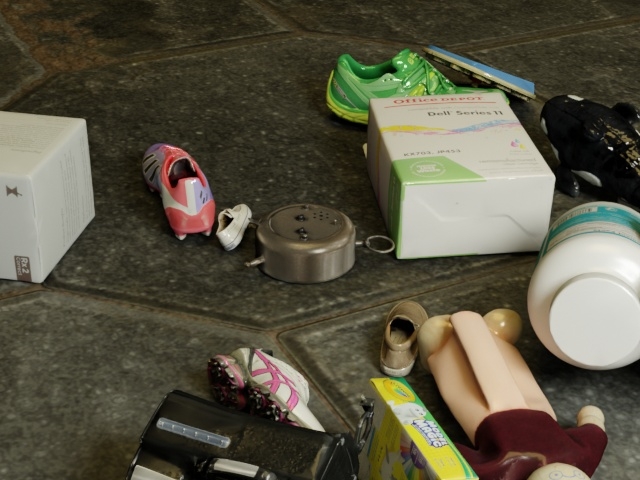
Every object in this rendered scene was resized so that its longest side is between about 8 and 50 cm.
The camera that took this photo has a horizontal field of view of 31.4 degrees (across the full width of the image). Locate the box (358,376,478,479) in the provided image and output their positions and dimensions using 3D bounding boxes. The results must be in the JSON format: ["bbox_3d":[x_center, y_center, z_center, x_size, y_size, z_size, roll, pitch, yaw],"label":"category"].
[{"bbox_3d":[0.086,0.216,1.039,0.043,0.105,0.179,0,28,-22],"label":"box"}]

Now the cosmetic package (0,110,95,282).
[{"bbox_3d":[-0.397,-0.061,1.466,0.151,0.151,0.184,6,29,10],"label":"cosmetic package"}]

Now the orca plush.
[{"bbox_3d":[0.384,-0.114,1.580,0.102,0.151,0.287,24,39,-47],"label":"orca plush"}]

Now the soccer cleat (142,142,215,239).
[{"bbox_3d":[-0.197,-0.093,1.584,0.083,0.095,0.248,-8,31,-14],"label":"soccer cleat"}]

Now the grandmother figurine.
[{"bbox_3d":[0.186,0.187,1.108,0.207,0.104,0.342,-13,29,-7],"label":"grandmother figurine"}]

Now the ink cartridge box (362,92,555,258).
[{"bbox_3d":[0.179,-0.115,1.608,0.207,0.119,0.353,-3,29,-6],"label":"ink cartridge box"}]

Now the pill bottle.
[{"bbox_3d":[0.303,0.051,1.239,0.146,0.146,0.264,9,16,13],"label":"pill bottle"}]

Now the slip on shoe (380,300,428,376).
[{"bbox_3d":[0.095,0.102,1.305,0.051,0.041,0.135,9,31,14],"label":"slip on shoe"}]

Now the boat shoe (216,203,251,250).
[{"bbox_3d":[-0.119,-0.026,1.520,0.035,0.035,0.100,-27,24,25],"label":"boat shoe"}]

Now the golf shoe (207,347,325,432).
[{"bbox_3d":[-0.040,0.160,1.174,0.086,0.068,0.186,-16,34,-30],"label":"golf shoe"}]

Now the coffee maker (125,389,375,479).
[{"bbox_3d":[-0.064,0.207,1.044,0.178,0.120,0.171,13,30,23],"label":"coffee maker"}]

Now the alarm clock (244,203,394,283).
[{"bbox_3d":[0.000,0.000,1.466,0.192,0.064,0.129,3,29,-3],"label":"alarm clock"}]

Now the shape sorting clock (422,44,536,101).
[{"bbox_3d":[0.264,-0.277,1.908,0.206,0.040,0.206,19,11,-4],"label":"shape sorting clock"}]

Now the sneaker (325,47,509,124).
[{"bbox_3d":[0.153,-0.240,1.817,0.295,0.124,0.109,7,24,9],"label":"sneaker"}]

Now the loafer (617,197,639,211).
[{"bbox_3d":[0.477,-0.054,1.591,0.125,0.039,0.045,19,33,29],"label":"loafer"}]
